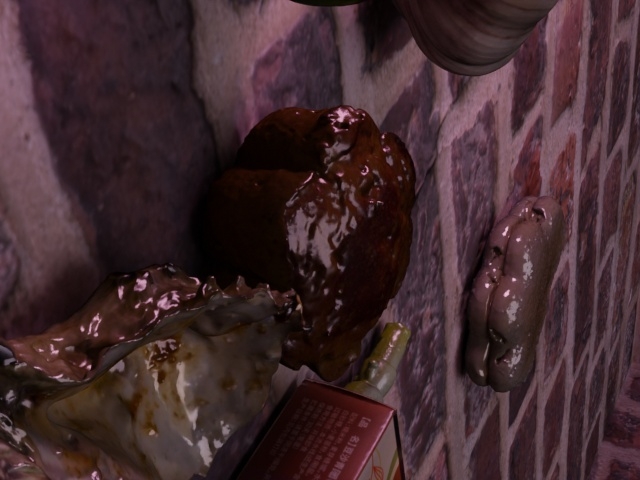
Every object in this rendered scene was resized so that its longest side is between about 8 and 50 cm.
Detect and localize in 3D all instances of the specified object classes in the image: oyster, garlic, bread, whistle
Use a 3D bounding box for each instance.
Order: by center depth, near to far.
[{"bbox_3d":[-0.140,0.115,0.671,0.337,0.133,0.198,-9,112,-60],"label":"oyster"},{"bbox_3d":[-0.006,0.003,0.881,0.232,0.135,0.247,-56,148,-36],"label":"bread"},{"bbox_3d":[0.117,-0.288,0.966,0.253,0.245,0.245,3,103,-23],"label":"garlic"},{"bbox_3d":[0.065,0.187,1.208,0.198,0.057,0.104,-59,150,-30],"label":"whistle"},{"bbox_3d":[0.312,0.073,1.607,0.183,0.101,0.337,43,63,-62],"label":"bread"}]

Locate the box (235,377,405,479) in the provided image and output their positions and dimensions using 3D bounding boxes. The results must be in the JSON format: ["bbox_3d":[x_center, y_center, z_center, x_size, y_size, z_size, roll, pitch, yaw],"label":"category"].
[{"bbox_3d":[-0.036,0.404,1.035,0.385,0.122,0.345,-54,147,-39],"label":"box"}]

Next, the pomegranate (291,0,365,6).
[{"bbox_3d":[0.007,-0.292,0.747,0.187,0.187,0.225,-27,103,-58],"label":"pomegranate"}]
